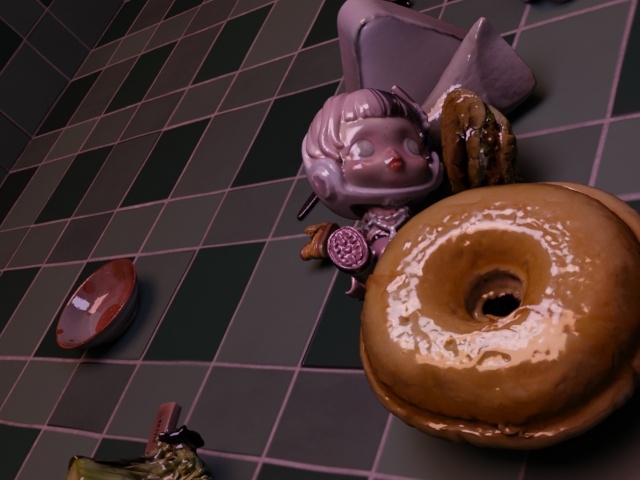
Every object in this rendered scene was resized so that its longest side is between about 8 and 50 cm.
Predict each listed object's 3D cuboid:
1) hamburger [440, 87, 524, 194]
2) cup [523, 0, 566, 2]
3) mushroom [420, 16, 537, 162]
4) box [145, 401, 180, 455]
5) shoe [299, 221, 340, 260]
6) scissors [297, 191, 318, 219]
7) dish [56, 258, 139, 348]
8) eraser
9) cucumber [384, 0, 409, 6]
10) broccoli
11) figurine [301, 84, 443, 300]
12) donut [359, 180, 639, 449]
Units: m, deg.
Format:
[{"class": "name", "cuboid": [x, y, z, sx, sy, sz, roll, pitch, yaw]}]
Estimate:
[{"class": "hamburger", "cuboid": [0.262, -0.160, 1.455, 0.130, 0.183, 0.206, -15, 34, -10]}, {"class": "cup", "cuboid": [0.482, -0.620, 1.734, 0.200, 0.191, 0.253, -36, 65, 8]}, {"class": "mushroom", "cuboid": [0.217, -0.232, 1.603, 0.397, 0.177, 0.126, -43, 17, 12]}, {"class": "box", "cuboid": [-0.316, 0.379, 1.650, 0.048, 0.025, 0.115, -19, 43, 35]}, {"class": "shoe", "cuboid": [-0.002, -0.001, 1.673, 0.069, 0.072, 0.109, -17, 43, 27]}, {"class": "scissors", "cuboid": [0.015, -0.133, 1.839, 0.220, 0.017, 0.088, -53, 39, -11]}, {"class": "dish", "cuboid": [-0.523, 0.173, 2.021, 0.260, 0.085, 0.260, -28, 36, 23]}, {"class": "eraser", "cuboid": [0.157, -0.358, 1.668, 0.331, 0.331, 0.150, -38, 35, 10]}, {"class": "cucumber", "cuboid": [0.194, -0.623, 2.141, 0.034, 0.033, 0.135, -24, 27, -29]}, {"class": "broccoli", "cuboid": [-0.318, 0.421, 1.417, 0.263, 0.243, 0.247, 7, 73, 55]}, {"class": "figurine", "cuboid": [0.085, -0.091, 1.444, 0.211, 0.253, 0.361, -27, 69, 50]}, {"class": "donut", "cuboid": [0.260, 0.092, 1.169, 0.449, 0.198, 0.449, -18, 49, 22]}]
